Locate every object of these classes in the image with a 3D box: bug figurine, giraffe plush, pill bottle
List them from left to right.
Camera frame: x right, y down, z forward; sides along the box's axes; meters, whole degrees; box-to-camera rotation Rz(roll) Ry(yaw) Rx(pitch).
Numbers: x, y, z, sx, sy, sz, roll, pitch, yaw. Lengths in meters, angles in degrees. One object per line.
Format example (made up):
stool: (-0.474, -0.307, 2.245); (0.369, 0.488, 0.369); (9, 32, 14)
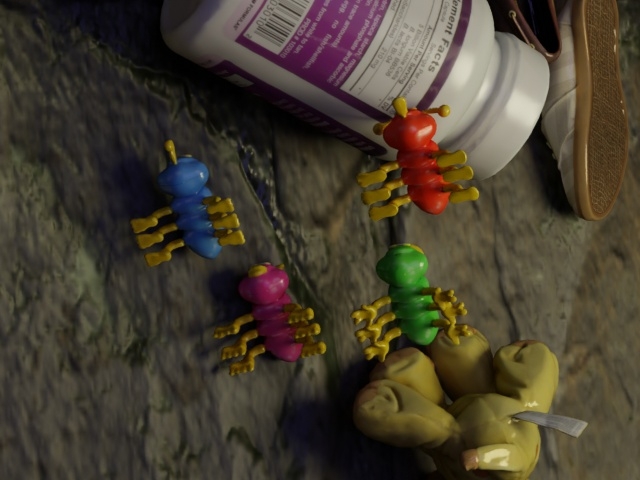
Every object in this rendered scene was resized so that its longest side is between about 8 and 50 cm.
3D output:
bug figurine: (0.000, 0.000, 1.461); (0.279, 0.072, 0.216); (-10, 110, 14)
pill bottle: (0.034, -0.168, 1.500); (0.301, 0.169, 0.169); (27, 72, -22)
giraffe plush: (0.137, 0.193, 1.523); (0.181, 0.210, 0.170); (-25, 124, -31)

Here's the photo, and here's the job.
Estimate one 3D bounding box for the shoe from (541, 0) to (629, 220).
shoe: (0.239, -0.126, 1.668); (0.077, 0.058, 0.219); (4, 85, -47)

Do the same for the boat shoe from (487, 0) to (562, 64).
boat shoe: (0.171, -0.253, 1.635); (0.073, 0.073, 0.207); (-18, 90, -29)
